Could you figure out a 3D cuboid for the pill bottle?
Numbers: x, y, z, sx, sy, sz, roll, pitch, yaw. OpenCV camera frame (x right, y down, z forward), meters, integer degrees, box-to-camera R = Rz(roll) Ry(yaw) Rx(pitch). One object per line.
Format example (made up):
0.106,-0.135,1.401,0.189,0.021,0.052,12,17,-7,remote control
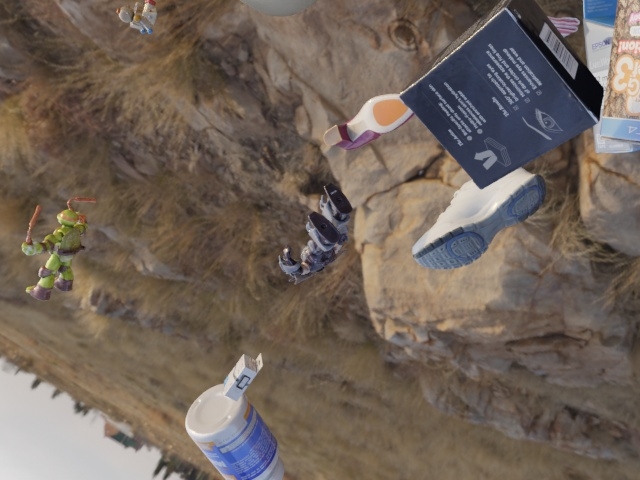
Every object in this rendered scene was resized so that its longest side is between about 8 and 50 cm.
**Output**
-0.190,0.481,1.306,0.152,0.152,0.272,8,134,43,pill bottle

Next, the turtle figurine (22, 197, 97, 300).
-0.565,0.014,1.222,0.087,0.217,0.269,20,-161,-4,turtle figurine

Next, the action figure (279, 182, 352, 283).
0.000,0.000,1.216,0.099,0.185,0.285,41,154,9,action figure

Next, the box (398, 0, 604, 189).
0.206,-0.170,0.635,0.156,0.093,0.158,46,136,-11,box

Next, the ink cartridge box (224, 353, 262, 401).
-0.139,0.239,0.988,0.028,0.083,0.048,33,-172,-19,ink cartridge box

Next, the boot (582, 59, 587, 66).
0.579,-0.374,1.245,0.082,0.219,0.106,-16,126,41,boot

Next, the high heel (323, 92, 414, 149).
0.129,-0.256,1.209,0.244,0.117,0.082,-24,83,40,high heel

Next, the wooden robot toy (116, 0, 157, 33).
-0.436,-0.534,1.291,0.079,0.076,0.173,9,-166,-31,wooden robot toy

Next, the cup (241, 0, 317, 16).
-0.143,-0.656,1.152,0.331,0.237,0.331,9,109,29,cup

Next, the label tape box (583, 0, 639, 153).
0.681,-0.368,1.112,0.115,0.249,0.348,-144,44,-75,label tape box

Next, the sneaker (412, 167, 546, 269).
0.312,-0.050,1.136,0.111,0.297,0.129,54,-178,-40,sneaker

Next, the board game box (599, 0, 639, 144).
0.479,-0.257,0.624,0.141,0.232,0.291,-134,41,-68,board game box

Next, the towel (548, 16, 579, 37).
0.377,-0.399,1.068,0.144,0.029,0.197,4,-178,-14,towel
